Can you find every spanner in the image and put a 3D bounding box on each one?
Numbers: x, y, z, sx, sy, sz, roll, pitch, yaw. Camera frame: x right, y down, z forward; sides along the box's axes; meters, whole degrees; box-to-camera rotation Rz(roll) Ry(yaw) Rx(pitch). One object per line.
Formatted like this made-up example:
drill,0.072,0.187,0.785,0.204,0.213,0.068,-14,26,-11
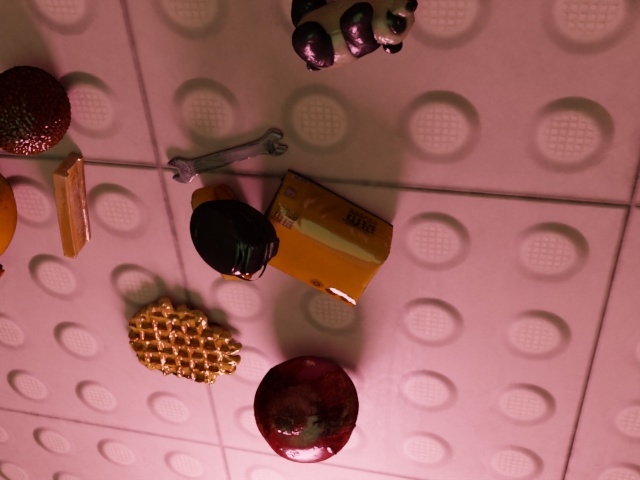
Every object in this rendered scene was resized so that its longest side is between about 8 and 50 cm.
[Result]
spanner,-0.204,-0.177,1.558,0.301,0.017,0.071,-12,123,25

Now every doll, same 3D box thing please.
doll,0.053,-0.380,1.255,0.234,0.144,0.135,-18,144,26

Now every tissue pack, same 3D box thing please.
tissue pack,0.000,0.000,1.557,0.270,0.134,0.192,27,129,-5

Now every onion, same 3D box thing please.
onion,-0.037,0.425,1.824,0.276,0.276,0.276,8,128,11

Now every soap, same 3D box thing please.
soap,-0.584,-0.077,1.702,0.037,0.092,0.252,13,129,4

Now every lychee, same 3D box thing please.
lychee,-0.620,-0.270,1.513,0.194,0.194,0.195,8,128,11

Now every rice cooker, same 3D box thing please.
rice cooker,-0.176,-0.006,1.472,0.203,0.118,0.142,32,121,28

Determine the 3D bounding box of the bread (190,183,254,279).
bread,-0.210,-0.015,1.632,0.094,0.102,0.246,-5,123,23

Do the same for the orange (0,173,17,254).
orange,-0.845,-0.059,1.693,0.279,0.279,0.235,-28,144,32

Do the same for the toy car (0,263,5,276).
toy car,-0.962,0.012,1.871,0.301,0.118,0.193,34,148,-15

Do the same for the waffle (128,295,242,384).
waffle,-0.368,0.282,1.937,0.311,0.060,0.307,34,129,-8
